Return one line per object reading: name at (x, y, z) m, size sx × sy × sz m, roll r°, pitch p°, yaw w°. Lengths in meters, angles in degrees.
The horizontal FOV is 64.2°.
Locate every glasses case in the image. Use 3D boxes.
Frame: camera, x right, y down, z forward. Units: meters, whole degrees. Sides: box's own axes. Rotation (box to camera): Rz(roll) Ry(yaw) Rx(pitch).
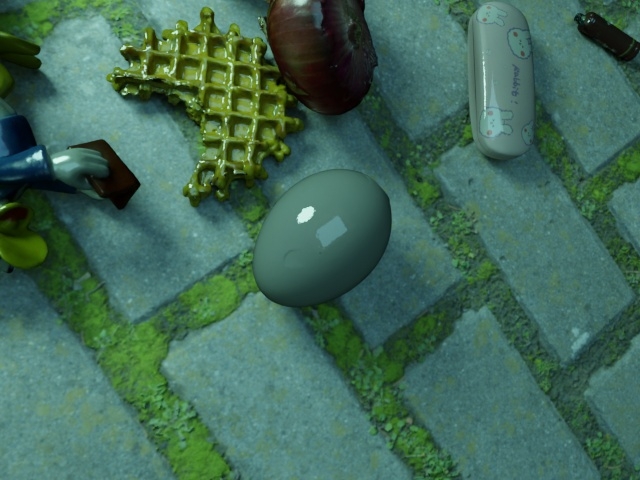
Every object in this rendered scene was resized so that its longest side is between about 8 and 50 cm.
glasses case at (0.333, -0.296, 0.942) m, size 0.113 × 0.075 × 0.297 m, roll 2°, pitch 83°, yaw -17°

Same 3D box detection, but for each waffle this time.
waffle at (-0.164, -0.222, 0.803) m, size 0.259 × 0.069 × 0.293 m, roll -37°, pitch 94°, yaw -16°

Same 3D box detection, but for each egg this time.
egg at (0.000, 0.000, 0.761) m, size 0.176 × 0.176 × 0.232 m, roll 44°, pitch 82°, yaw -6°

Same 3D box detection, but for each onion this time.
onion at (0.002, -0.321, 0.796) m, size 0.248 × 0.161 × 0.248 m, roll 2°, pitch 88°, yaw -48°

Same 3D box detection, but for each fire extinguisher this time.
fire extinguisher at (0.580, -0.425, 1.044) m, size 0.158 × 0.043 × 0.064 m, roll 27°, pitch 47°, yaw -11°

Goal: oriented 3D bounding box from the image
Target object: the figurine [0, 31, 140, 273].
figurine at (-0.403, -0.082, 0.696) m, size 0.283 × 0.204 × 0.339 m, roll 20°, pitch 90°, yaw -19°
